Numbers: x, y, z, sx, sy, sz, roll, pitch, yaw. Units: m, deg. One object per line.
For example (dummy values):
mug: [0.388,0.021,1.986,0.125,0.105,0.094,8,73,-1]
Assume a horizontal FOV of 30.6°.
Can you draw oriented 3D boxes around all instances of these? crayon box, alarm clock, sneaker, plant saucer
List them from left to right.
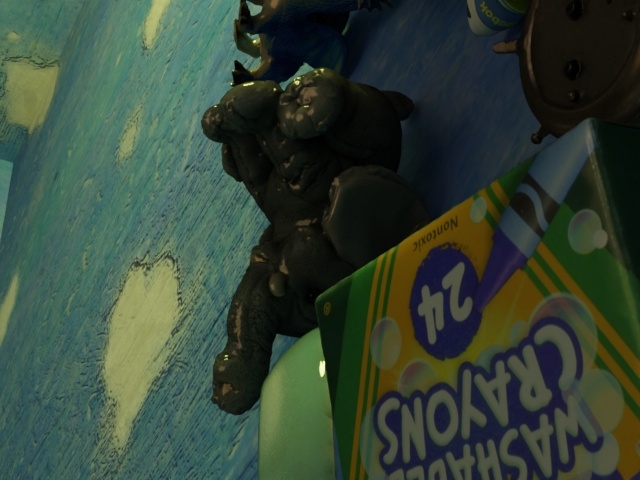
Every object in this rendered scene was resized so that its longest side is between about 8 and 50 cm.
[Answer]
plant saucer: [-0.009,0.209,0.686,0.317,0.044,0.317,178,90,-89]
sneaker: [0.131,-0.217,0.888,0.059,0.053,0.144,-45,32,51]
crayon box: [0.105,0.139,0.485,0.203,0.083,0.323,-36,57,48]
alarm clock: [0.179,-0.118,0.656,0.192,0.064,0.129,-4,80,57]

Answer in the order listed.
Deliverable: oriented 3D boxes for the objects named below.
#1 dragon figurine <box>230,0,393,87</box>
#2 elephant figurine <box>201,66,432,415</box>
dragon figurine: [-0.015,-0.198,1.175,0.289,0.144,0.085,105,168,-53]
elephant figurine: [0.000,0.000,0.910,0.169,0.186,0.239,37,-140,-78]
